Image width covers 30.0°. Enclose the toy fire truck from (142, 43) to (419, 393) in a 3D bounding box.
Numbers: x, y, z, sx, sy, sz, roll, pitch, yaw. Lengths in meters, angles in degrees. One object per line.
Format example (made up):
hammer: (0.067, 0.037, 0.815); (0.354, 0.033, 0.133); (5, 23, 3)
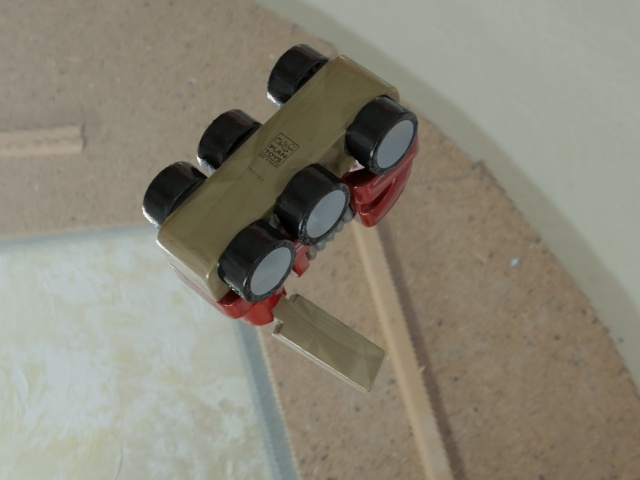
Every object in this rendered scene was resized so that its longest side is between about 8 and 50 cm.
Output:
toy fire truck: (0.000, 0.000, 0.996); (0.158, 0.246, 0.217); (36, -107, 26)
